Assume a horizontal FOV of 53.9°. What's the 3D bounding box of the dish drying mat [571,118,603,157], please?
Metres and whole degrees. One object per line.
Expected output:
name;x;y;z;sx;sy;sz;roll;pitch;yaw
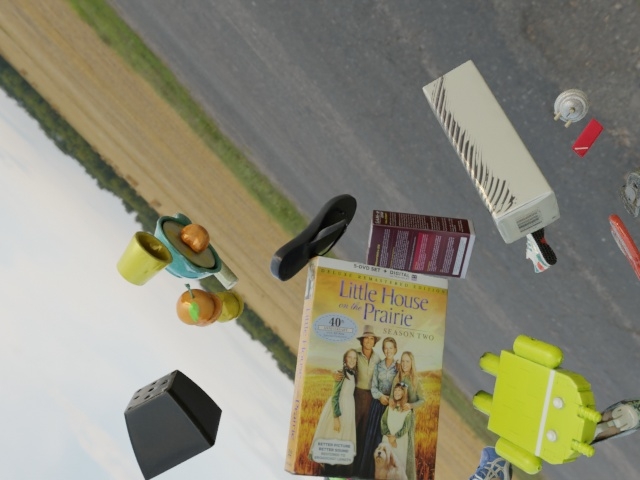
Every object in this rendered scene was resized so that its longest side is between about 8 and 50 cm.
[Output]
dish drying mat;0.547;-0.210;1.287;0.032;0.083;0.008;40;168;-3

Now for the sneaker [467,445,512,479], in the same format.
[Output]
sneaker;0.379;0.536;1.418;0.081;0.080;0.211;33;-155;-4

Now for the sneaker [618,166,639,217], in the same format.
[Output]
sneaker;0.757;-0.124;1.427;0.227;0.130;0.087;49;-162;-67

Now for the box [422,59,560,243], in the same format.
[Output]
box;0.266;-0.142;0.993;0.113;0.094;0.275;41;-156;-57

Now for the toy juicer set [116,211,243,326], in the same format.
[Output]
toy juicer set;-0.199;0.036;1.074;0.209;0.089;0.329;42;-168;-7

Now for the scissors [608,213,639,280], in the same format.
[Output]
scissors;0.624;0.087;1.199;0.297;0.021;0.109;69;-165;16

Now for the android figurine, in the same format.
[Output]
android figurine;0.404;0.312;1.189;0.056;0.248;0.273;5;-171;-32

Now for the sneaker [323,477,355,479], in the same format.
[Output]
sneaker;0.113;0.804;1.652;0.185;0.202;0.483;14;-154;-22

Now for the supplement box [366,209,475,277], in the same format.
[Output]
supplement box;0.234;0.009;1.497;0.073;0.239;0.130;-82;-2;-56

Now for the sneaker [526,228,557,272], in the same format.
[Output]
sneaker;0.571;0.012;1.694;0.075;0.057;0.161;123;138;-51

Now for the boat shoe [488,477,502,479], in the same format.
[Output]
boat shoe;0.197;0.473;0.890;0.092;0.285;0.103;35;174;8

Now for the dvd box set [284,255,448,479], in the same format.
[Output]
dvd box set;0.103;0.262;1.274;0.307;0.421;0.062;12;167;-18

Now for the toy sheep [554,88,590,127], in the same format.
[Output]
toy sheep;0.629;-0.335;1.576;0.091;0.091;0.132;47;-150;-10

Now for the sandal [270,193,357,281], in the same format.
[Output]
sandal;0.000;0.001;1.313;0.054;0.254;0.097;26;147;31

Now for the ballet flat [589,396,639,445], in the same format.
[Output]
ballet flat;0.599;0.384;1.306;0.070;0.188;0.070;47;-160;-24

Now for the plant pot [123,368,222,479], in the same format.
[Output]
plant pot;-0.369;0.430;1.527;0.167;0.187;0.188;61;-177;-12
